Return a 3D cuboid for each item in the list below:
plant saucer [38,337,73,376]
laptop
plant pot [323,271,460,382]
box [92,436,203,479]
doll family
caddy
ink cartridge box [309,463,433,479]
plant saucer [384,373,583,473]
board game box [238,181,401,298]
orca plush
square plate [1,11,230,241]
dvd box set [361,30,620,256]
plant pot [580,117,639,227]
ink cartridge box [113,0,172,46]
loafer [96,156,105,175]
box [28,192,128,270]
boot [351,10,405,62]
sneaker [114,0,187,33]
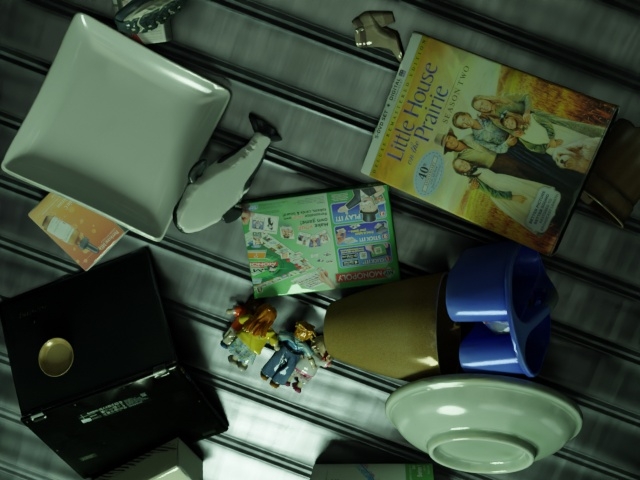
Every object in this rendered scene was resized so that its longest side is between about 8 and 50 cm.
[{"bbox_3d":[-0.569,0.253,1.934,0.083,0.015,0.083,-3,77,14],"label":"plant saucer"},{"bbox_3d":[-0.467,0.290,2.024,0.382,0.236,0.408,-20,131,10],"label":"laptop"},{"bbox_3d":[0.145,0.186,1.858,0.254,0.237,0.237,-3,105,21],"label":"plant pot"},{"bbox_3d":[-0.408,0.566,2.037,0.275,0.094,0.113,-27,123,10],"label":"box"},{"bbox_3d":[-0.093,0.225,1.923,0.263,0.118,0.163,31,106,-5],"label":"doll family"},{"bbox_3d":[0.377,0.128,1.761,0.179,0.341,0.241,-10,105,25],"label":"caddy"},{"bbox_3d":[0.116,0.614,2.008,0.278,0.117,0.201,-1,104,5],"label":"ink cartridge box"},{"bbox_3d":[0.328,0.394,1.819,0.400,0.100,0.400,6,149,4],"label":"plant saucer"},{"bbox_3d":[0.000,0.000,1.895,0.317,0.046,0.213,-7,104,7],"label":"board game box"},{"bbox_3d":[-0.215,-0.139,1.850,0.151,0.102,0.287,32,83,-35],"label":"orca plush"},{"bbox_3d":[-0.405,-0.223,1.797,0.344,0.049,0.347,26,86,-18],"label":"square plate"},{"bbox_3d":[0.317,-0.193,1.733,0.420,0.062,0.307,27,105,20],"label":"dvd box set"},{"bbox_3d":[0.584,-0.139,1.759,0.167,0.167,0.165,40,97,-6],"label":"plant pot"},{"bbox_3d":[-0.361,-0.463,1.798,0.099,0.056,0.135,-6,104,7],"label":"ink cartridge box"},{"bbox_3d":[-0.496,-0.198,1.860,0.092,0.102,0.268,-20,103,18],"label":"loafer"},{"bbox_3d":[-0.504,-0.046,1.901,0.130,0.091,0.170,-43,97,13],"label":"box"},{"bbox_3d":[0.114,-0.403,1.787,0.087,0.042,0.118,-14,102,15],"label":"boot"},{"bbox_3d":[-0.297,-0.510,1.727,0.283,0.110,0.122,-42,95,-18],"label":"sneaker"}]
